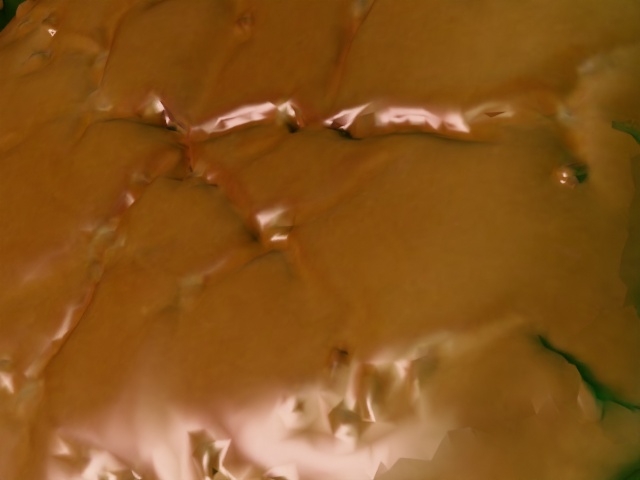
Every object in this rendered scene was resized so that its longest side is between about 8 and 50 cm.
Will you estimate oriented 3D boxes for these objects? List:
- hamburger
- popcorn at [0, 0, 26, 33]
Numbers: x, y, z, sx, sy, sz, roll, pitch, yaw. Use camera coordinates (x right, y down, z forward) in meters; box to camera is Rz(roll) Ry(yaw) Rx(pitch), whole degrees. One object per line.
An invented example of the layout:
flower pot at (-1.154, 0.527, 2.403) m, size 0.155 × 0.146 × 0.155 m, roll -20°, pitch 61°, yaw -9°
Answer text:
hamburger at (0.000, 0.000, 0.625) m, size 0.319 × 0.158 × 0.318 m, roll -15°, pitch 52°, yaw 21°
popcorn at (-0.198, -0.047, 0.860) m, size 0.286 × 0.174 × 0.225 m, roll -25°, pitch 67°, yaw 39°
